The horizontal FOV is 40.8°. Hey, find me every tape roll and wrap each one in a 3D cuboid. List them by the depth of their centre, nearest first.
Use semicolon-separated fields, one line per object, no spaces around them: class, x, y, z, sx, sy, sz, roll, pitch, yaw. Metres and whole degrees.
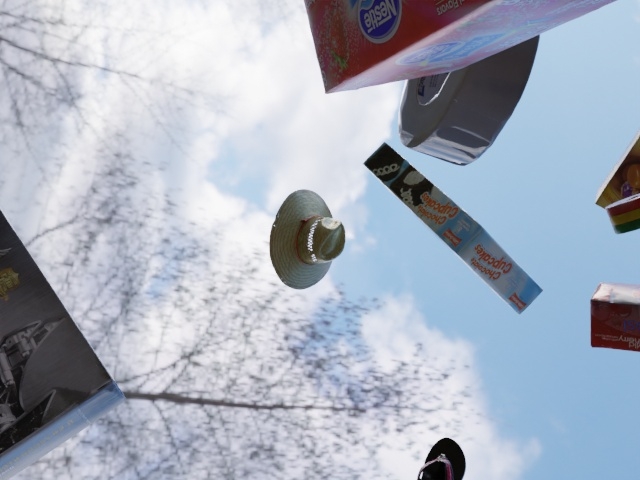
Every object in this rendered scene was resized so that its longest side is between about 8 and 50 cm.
tape roll;0.171;-0.202;1.021;0.219;0.072;0.219;-162;-90;-75

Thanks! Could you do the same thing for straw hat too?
straw hat;0.000;0.000;1.162;0.061;0.144;0.144;-1;-102;40

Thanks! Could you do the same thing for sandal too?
sandal;0.179;0.384;1.355;0.067;0.040;0.179;12;-131;28

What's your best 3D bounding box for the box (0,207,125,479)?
box;-0.309;0.098;0.756;0.231;0.183;0.056;50;-17;24

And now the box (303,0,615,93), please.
box;0.083;-0.183;0.537;0.257;0.123;0.128;177;-101;-70

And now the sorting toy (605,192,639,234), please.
sorting toy;0.364;-0.076;0.740;0.132;0.275;0.046;-21;-90;52

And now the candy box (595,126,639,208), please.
candy box;0.445;-0.051;1.044;0.187;0.053;0.109;30;-53;8

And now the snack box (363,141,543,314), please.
snack box;0.206;-0.027;1.383;0.060;0.187;0.322;-46;-144;6

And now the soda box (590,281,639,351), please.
soda box;0.578;0.131;1.396;0.263;0.083;0.092;5;-65;28
